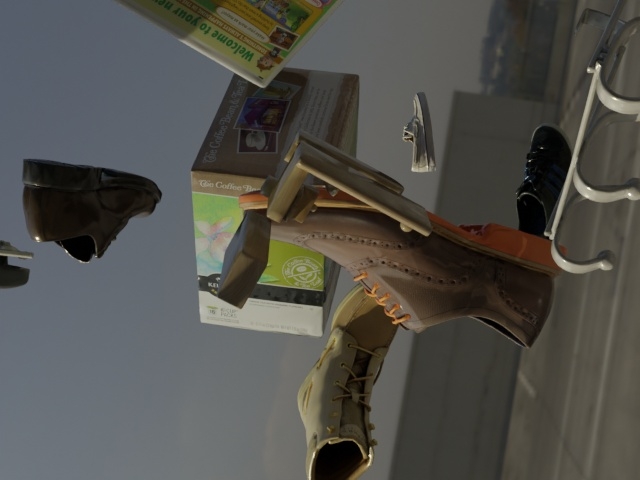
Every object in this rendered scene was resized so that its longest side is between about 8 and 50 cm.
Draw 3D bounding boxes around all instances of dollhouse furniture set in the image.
[{"bbox_3d":[0.000,0.000,0.931,0.151,0.123,0.144,-59,11,17],"label":"dollhouse furniture set"}]

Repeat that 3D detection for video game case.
[{"bbox_3d":[-0.049,-0.220,0.744,0.193,0.023,0.212,-45,-38,17],"label":"video game case"}]

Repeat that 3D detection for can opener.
[{"bbox_3d":[-0.623,0.031,1.785,0.284,0.076,0.095,7,-90,-38],"label":"can opener"}]

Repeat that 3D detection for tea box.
[{"bbox_3d":[-0.068,-0.073,1.763,0.329,0.220,0.323,-75,-11,-49],"label":"tea box"}]

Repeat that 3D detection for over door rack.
[{"bbox_3d":[0.280,-0.162,0.926,0.239,0.108,0.324,89,-166,-56],"label":"over door rack"}]

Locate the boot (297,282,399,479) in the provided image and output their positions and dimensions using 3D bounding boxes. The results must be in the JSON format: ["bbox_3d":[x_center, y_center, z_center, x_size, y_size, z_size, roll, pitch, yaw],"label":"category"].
[{"bbox_3d":[0.046,0.195,1.418,0.262,0.095,0.203,-60,16,24],"label":"boot"}]

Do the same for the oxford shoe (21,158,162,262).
[{"bbox_3d":[-0.230,-0.028,1.052,0.227,0.083,0.096,-4,-79,-71],"label":"oxford shoe"}]

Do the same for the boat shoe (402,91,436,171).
[{"bbox_3d":[0.113,-0.126,1.231,0.035,0.035,0.100,64,-160,-74],"label":"boat shoe"}]

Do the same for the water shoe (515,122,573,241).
[{"bbox_3d":[0.340,-0.082,1.610,0.080,0.073,0.203,6,-95,-55],"label":"water shoe"}]

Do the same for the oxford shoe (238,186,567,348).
[{"bbox_3d":[0.083,0.027,1.132,0.130,0.364,0.132,165,118,-84],"label":"oxford shoe"}]
